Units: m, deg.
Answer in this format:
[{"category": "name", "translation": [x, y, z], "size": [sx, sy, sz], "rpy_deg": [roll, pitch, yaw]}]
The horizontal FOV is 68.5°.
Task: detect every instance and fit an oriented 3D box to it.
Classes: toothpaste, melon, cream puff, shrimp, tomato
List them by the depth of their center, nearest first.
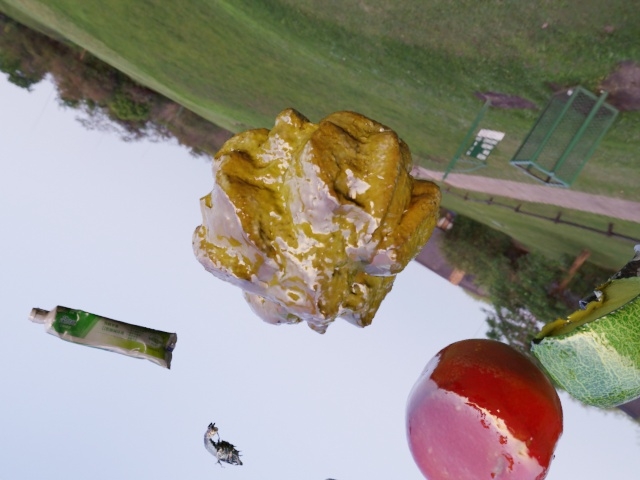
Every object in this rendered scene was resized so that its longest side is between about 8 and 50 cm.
[{"category": "cream puff", "translation": [-0.004, -0.011, 0.484], "size": [0.244, 0.196, 0.244], "rpy_deg": [22, 149, 14]}, {"category": "melon", "translation": [0.490, 0.168, 0.750], "size": [0.169, 0.265, 0.129], "rpy_deg": [64, 149, 4]}, {"category": "toothpaste", "translation": [-0.375, 0.164, 0.825], "size": [0.248, 0.047, 0.078], "rpy_deg": [22, -138, -25]}, {"category": "tomato", "translation": [0.339, 0.376, 1.003], "size": [0.290, 0.325, 0.293], "rpy_deg": [38, -145, 11]}, {"category": "shrimp", "translation": [-0.278, 0.575, 1.306], "size": [0.174, 0.076, 0.082], "rpy_deg": [61, 171, -28]}]

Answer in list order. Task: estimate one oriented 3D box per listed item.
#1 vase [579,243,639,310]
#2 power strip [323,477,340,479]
[{"category": "vase", "translation": [0.593, 0.082, 0.928], "size": [0.059, 0.167, 0.059], "rpy_deg": [46, 177, 3]}, {"category": "power strip", "translation": [0.021, 0.379, 0.562], "size": [0.076, 0.169, 0.028], "rpy_deg": [13, 171, 2]}]
